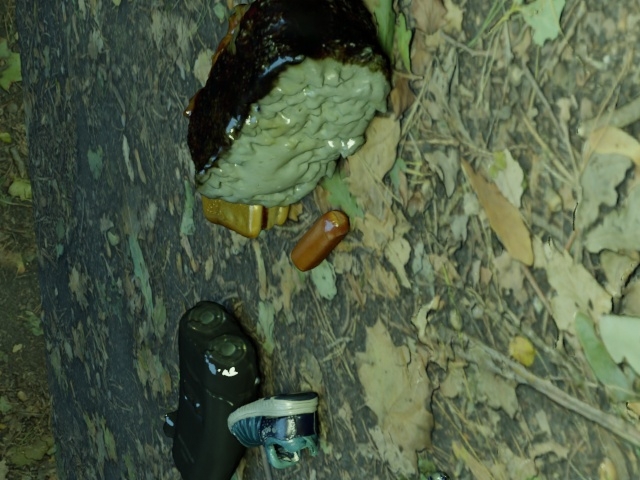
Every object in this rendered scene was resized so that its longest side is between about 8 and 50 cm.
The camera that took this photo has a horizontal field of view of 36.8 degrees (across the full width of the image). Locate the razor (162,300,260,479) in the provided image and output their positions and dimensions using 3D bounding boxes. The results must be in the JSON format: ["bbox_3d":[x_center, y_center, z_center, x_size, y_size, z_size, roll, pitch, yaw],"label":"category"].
[{"bbox_3d":[-0.180,0.268,1.612,0.189,0.107,0.327,51,141,40],"label":"razor"}]

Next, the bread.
[{"bbox_3d":[-0.114,-0.075,1.424,0.200,0.077,0.116,21,118,59],"label":"bread"}]

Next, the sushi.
[{"bbox_3d":[-0.046,-0.172,1.192,0.343,0.196,0.182,-48,39,48],"label":"sushi"}]

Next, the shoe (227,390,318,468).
[{"bbox_3d":[-0.068,0.288,1.436,0.207,0.091,0.106,-27,70,56],"label":"shoe"}]

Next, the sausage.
[{"bbox_3d":[0.000,0.000,1.281,0.131,0.041,0.039,-47,61,55],"label":"sausage"}]

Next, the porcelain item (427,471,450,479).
[{"bbox_3d":[0.146,0.316,1.086,0.136,0.075,0.021,42,132,49],"label":"porcelain item"}]
